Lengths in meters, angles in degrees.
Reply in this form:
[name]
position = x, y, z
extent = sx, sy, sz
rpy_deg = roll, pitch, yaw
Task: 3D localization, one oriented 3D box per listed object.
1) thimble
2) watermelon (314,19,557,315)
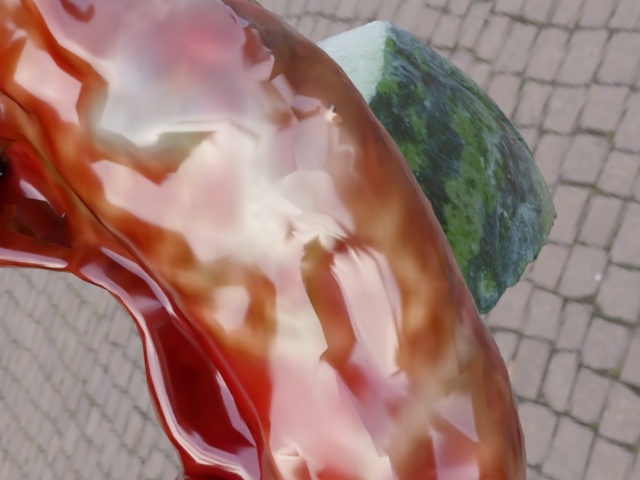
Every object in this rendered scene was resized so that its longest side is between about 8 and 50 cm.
[thimble]
position = -0.113, 0.074, 0.454
extent = 0.230, 0.350, 0.350
rpy_deg = -171, 101, -87
[watermelon]
position = 0.000, 0.000, 0.836
extent = 0.231, 0.193, 0.310
rpy_deg = 24, 55, 41
